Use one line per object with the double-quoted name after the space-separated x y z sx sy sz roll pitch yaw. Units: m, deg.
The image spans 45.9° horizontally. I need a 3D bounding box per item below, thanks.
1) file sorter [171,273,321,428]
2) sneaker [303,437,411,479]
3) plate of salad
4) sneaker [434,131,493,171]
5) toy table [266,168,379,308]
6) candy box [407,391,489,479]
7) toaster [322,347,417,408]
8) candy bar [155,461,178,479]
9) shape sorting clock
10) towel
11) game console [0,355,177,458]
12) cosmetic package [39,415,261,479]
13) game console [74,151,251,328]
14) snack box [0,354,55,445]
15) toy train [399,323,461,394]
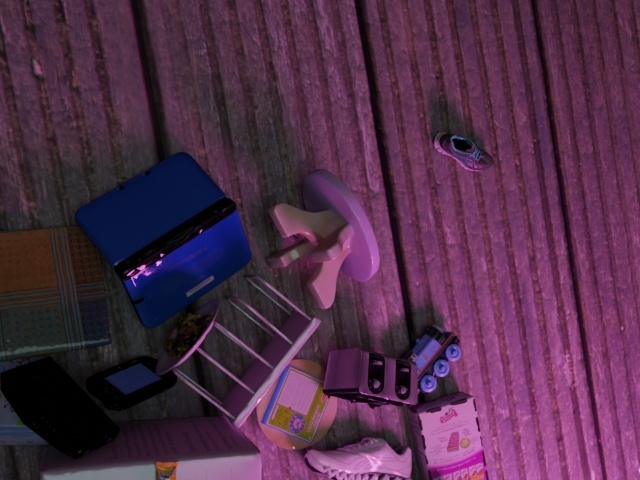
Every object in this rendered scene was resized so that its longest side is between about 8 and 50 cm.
-0.169 0.224 1.630 0.173 0.193 0.278 41 78 -12 "file sorter"
0.093 0.515 1.775 0.292 0.110 0.118 19 77 -27 "sneaker"
-0.284 0.194 1.581 0.048 0.200 0.200 43 77 -16 "plate of salad"
0.363 -0.218 1.868 0.166 0.076 0.065 21 85 -18 "sneaker"
0.000 0.000 1.675 0.161 0.252 0.274 -35 93 -33 "toy table"
0.315 0.509 1.861 0.159 0.071 0.234 -11 95 -18 "candy box"
0.110 0.318 1.730 0.168 0.185 0.110 19 69 -28 "toaster"
-0.273 0.472 1.340 0.040 0.018 0.162 1 89 -18 "candy bar"
-0.054 0.378 1.747 0.206 0.040 0.206 2 85 -23 "shape sorting clock"
-0.623 0.108 1.510 0.370 0.040 0.272 -6 73 -20 "towel"
-0.436 0.293 1.493 0.213 0.361 0.044 39 113 18 "game console"
-0.343 0.553 1.500 0.393 0.327 0.330 0 91 -18 "cosmetic package"
-0.331 -0.004 1.634 0.293 0.173 0.250 -35 133 -25 "game console"
-0.611 0.296 1.473 0.174 0.207 0.070 5 131 -18 "snack box"
0.261 0.287 1.838 0.105 0.080 0.184 44 77 -8 "toy train"
